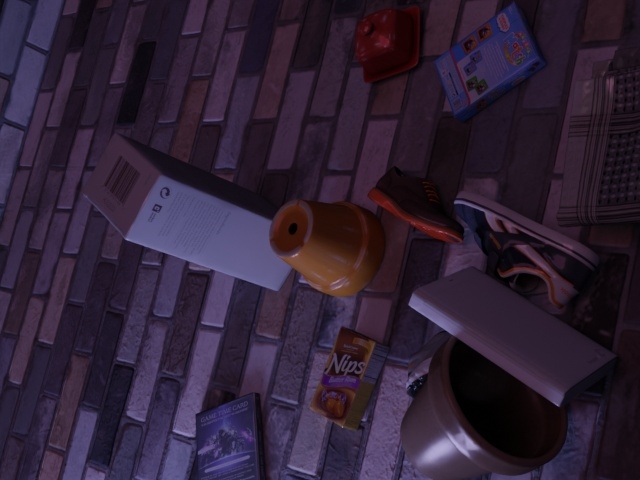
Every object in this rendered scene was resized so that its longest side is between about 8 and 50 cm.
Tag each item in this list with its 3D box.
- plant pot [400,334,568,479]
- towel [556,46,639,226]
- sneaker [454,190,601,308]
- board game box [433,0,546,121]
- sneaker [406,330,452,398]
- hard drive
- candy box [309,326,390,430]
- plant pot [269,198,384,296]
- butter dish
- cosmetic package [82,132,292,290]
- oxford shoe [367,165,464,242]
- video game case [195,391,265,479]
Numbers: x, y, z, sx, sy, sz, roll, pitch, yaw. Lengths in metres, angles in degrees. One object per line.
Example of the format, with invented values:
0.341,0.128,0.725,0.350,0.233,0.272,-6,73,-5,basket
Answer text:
0.257,0.312,1.776,0.229,0.263,0.263,-46,46,43,plant pot
0.541,-0.183,1.687,0.312,0.056,0.324,-3,69,53,towel
0.349,0.014,1.868,0.321,0.126,0.127,32,91,44,sneaker
0.344,-0.365,2.082,0.211,0.039,0.160,-35,53,30,board game box
0.267,0.197,1.897,0.271,0.100,0.108,-33,37,26,sneaker
0.328,0.154,1.728,0.307,0.203,0.040,33,121,29,hard drive
0.059,0.283,2.091,0.109,0.053,0.187,20,87,46,candy box
0.000,0.000,2.158,0.205,0.188,0.205,-18,63,38,plant pot
0.132,-0.452,2.260,0.160,0.118,0.160,-13,66,41,butter dish
-0.266,-0.056,2.242,0.230,0.453,0.161,39,102,45,cosmetic package
0.204,-0.078,2.066,0.271,0.097,0.098,34,93,45,oxford shoe
-0.203,0.498,2.274,0.196,0.026,0.274,-25,57,35,video game case
